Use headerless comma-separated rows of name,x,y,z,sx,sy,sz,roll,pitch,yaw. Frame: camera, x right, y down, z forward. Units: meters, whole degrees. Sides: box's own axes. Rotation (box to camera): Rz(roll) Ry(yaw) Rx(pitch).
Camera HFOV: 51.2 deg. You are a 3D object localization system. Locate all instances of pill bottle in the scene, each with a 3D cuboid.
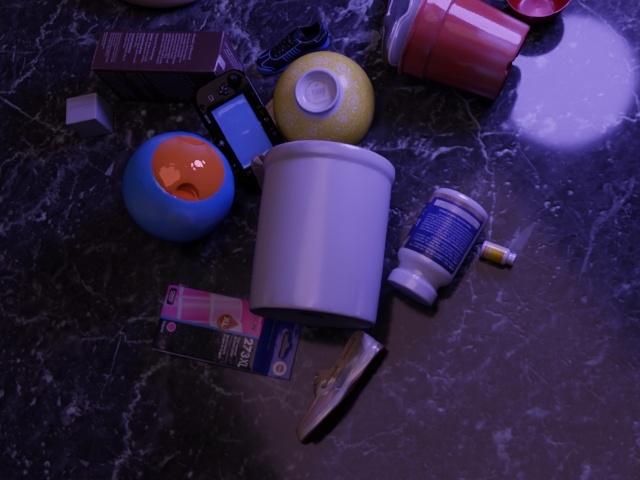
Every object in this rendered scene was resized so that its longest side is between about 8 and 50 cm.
pill bottle,0.439,0.034,1.652,0.083,0.043,0.043,22,79,18
pill bottle,0.282,0.018,1.631,0.153,0.153,0.265,29,80,18

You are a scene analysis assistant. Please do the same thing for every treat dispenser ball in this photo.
treat dispenser ball,-0.369,-0.138,1.744,0.288,0.288,0.288,-3,72,11

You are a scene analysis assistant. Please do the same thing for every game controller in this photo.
game controller,-0.208,-0.295,1.807,0.166,0.067,0.319,-31,96,-7

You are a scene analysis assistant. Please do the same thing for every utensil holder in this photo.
utensil holder,0.000,0.000,1.612,0.327,0.327,0.386,4,77,13

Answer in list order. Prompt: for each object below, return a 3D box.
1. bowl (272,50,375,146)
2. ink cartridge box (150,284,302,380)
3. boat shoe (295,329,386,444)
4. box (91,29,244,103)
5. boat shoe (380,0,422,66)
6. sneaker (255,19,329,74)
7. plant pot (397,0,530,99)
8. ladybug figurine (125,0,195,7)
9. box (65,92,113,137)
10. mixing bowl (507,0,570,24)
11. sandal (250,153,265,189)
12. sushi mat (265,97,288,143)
bowl,0.001,-0.377,1.777,0.289,0.156,0.290,0,87,7
ink cartridge box,-0.240,0.235,1.724,0.370,0.069,0.176,10,75,12
boat shoe,0.032,0.350,1.609,0.098,0.109,0.302,34,77,24
box,-0.433,-0.497,1.920,0.381,0.191,0.143,7,75,13
boat shoe,0.221,-0.628,1.878,0.095,0.112,0.335,10,69,32
sneaker,-0.088,-0.560,1.921,0.232,0.090,0.081,-26,70,3
plant pot,0.378,-0.507,1.733,0.265,0.272,0.273,26,80,9
ladybug figurine,-0.496,-0.881,2.067,0.449,0.162,0.305,6,74,13
box,-0.682,-0.369,1.979,0.101,0.101,0.087,-9,72,10
mixing bowl,0.587,-0.654,1.806,0.181,0.098,0.182,-4,72,11
sandal,-0.138,-0.153,1.786,0.072,0.180,0.049,-29,27,-11
sushi mat,-0.128,-0.317,1.892,0.316,0.019,0.151,-46,69,-4
